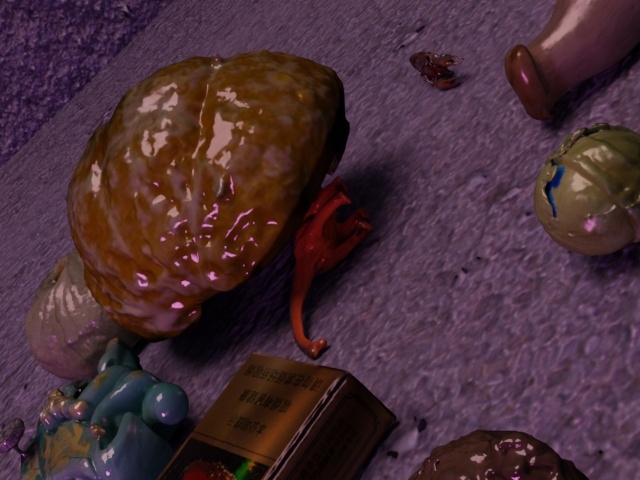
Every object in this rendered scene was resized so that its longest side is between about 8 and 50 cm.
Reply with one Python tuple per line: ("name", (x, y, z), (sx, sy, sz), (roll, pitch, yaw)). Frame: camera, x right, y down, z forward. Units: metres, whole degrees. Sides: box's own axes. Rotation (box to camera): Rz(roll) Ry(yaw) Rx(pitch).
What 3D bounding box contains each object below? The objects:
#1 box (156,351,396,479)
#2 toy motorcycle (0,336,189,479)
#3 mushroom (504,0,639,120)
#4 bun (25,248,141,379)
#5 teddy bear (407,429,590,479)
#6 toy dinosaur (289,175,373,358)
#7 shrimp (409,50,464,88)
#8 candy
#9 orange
("box", (-0.065, 0.201, 0.919), (0.240, 0.071, 0.159), (-53, 27, -20))
("toy motorcycle", (-0.213, 0.187, 1.152), (0.198, 0.109, 0.296), (-41, 24, 3))
("mushroom", (0.244, -0.200, 1.072), (0.212, 0.088, 0.097), (-50, 13, 2))
("bun", (-0.273, 0.070, 1.438), (0.195, 0.118, 0.195), (-41, 19, 17))
("teddy bear", (0.104, 0.175, 0.539), (0.140, 0.190, 0.177), (-23, -11, -31))
("toy dinosaur", (0.005, 0.004, 1.173), (0.101, 0.055, 0.280), (-45, 22, 23))
("shrimp", (0.127, -0.185, 1.311), (0.029, 0.038, 0.092), (-15, 16, -20))
("candy", (0.291, -0.111, 0.875), (0.335, 0.092, 0.093), (-39, -15, -7))
("orange", (-0.138, -0.052, 1.226), (0.368, 0.210, 0.271), (-41, 26, 39))
